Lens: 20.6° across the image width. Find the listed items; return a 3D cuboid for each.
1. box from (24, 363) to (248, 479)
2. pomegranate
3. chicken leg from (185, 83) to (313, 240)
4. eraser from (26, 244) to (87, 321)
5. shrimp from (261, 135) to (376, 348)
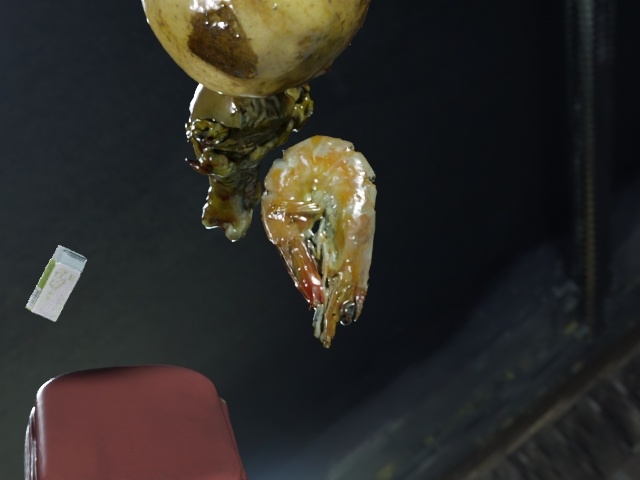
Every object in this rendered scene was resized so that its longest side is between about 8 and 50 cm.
[{"bbox_3d":[-0.225,0.265,2.124,0.263,0.404,0.108,-2,-71,-9],"label":"box"},{"bbox_3d":[-0.074,-0.300,2.099,0.281,0.281,0.281,-30,-30,-20],"label":"pomegranate"},{"bbox_3d":[-0.098,-0.150,2.388,0.211,0.140,0.361,-41,-14,-13],"label":"chicken leg"},{"bbox_3d":[-0.308,0.050,2.051,0.038,0.019,0.083,28,-91,-35],"label":"eraser"},{"bbox_3d":[0.000,0.001,2.301,0.154,0.294,0.062,-2,-23,-1],"label":"shrimp"}]
